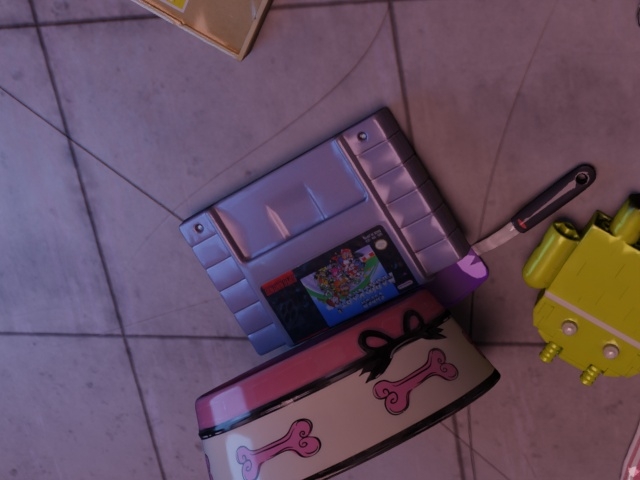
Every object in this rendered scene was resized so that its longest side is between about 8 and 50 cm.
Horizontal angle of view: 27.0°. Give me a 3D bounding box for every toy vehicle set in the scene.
[{"bbox_3d":[-0.179,-0.360,1.670,0.267,0.035,0.166,30,124,1],"label":"toy vehicle set"}]

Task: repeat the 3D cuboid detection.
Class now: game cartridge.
[{"bbox_3d":[0.000,0.000,1.785,0.355,0.068,0.230,-28,94,31],"label":"game cartridge"}]

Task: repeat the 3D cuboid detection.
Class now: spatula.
[{"bbox_3d":[0.238,-0.009,1.726,0.296,0.030,0.084,-37,98,32],"label":"spatula"}]

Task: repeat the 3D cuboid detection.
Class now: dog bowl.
[{"bbox_3d":[0.018,0.199,1.725,0.408,0.408,0.150,-27,87,30],"label":"dog bowl"}]

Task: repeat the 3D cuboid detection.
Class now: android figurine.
[{"bbox_3d":[0.380,0.074,1.710,0.248,0.056,0.273,31,123,0],"label":"android figurine"}]

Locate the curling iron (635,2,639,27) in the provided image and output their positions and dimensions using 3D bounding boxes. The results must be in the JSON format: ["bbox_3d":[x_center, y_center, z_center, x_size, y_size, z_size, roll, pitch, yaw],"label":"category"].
[{"bbox_3d":[0.485,-0.275,1.479,0.274,0.035,0.068,-7,116,24],"label":"curling iron"}]

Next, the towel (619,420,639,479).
[{"bbox_3d":[0.518,0.308,1.811,0.197,0.029,0.144,16,122,11],"label":"towel"}]
